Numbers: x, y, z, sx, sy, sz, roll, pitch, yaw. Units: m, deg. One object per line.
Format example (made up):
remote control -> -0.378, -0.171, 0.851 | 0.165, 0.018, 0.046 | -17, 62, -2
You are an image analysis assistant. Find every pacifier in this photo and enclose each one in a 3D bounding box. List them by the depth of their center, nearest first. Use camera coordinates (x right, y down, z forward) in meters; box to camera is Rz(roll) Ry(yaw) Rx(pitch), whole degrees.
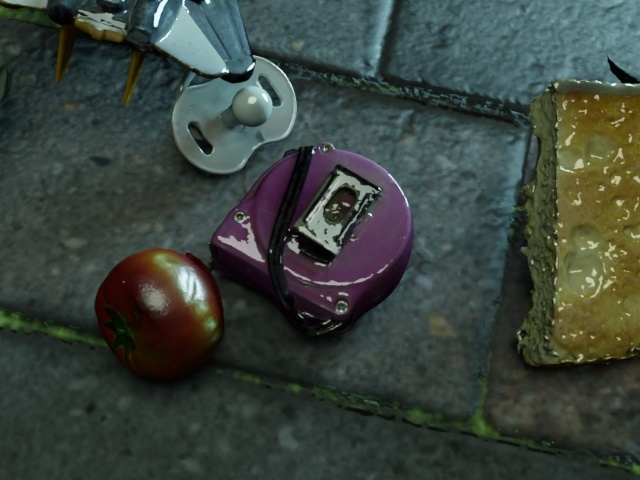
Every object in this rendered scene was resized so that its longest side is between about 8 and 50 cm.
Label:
pacifier -> -0.059, -0.096, 0.780 | 0.099, 0.078, 0.082 | -38, 103, -17

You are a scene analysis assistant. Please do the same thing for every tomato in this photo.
tomato -> -0.100, 0.046, 0.708 | 0.075, 0.087, 0.087 | -25, 64, -40

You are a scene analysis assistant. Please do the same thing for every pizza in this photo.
pizza -> 0.224, -0.012, 0.757 | 0.204, 0.080, 0.188 | -3, 86, -14

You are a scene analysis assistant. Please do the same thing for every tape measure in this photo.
tape measure -> 0.000, 0.000, 0.737 | 0.118, 0.074, 0.125 | 29, 68, 11

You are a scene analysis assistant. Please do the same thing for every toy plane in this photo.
toy plane -> -0.115, -0.244, 0.823 | 0.204, 0.103, 0.316 | 19, 53, -4

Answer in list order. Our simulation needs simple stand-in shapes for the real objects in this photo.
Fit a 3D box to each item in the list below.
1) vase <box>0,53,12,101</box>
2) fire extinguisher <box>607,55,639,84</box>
vase -> -0.390, -0.064, 0.719 | 0.360, 0.165, 0.165 | -34, 69, -13
fire extinguisher -> 0.310, -0.159, 0.837 | 0.231, 0.071, 0.099 | -34, 41, -16
